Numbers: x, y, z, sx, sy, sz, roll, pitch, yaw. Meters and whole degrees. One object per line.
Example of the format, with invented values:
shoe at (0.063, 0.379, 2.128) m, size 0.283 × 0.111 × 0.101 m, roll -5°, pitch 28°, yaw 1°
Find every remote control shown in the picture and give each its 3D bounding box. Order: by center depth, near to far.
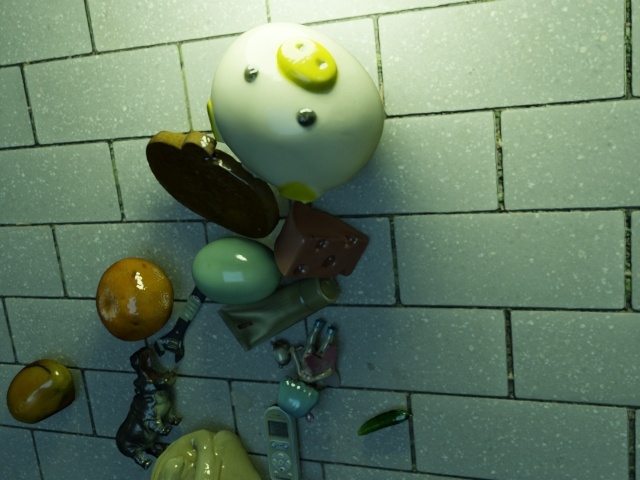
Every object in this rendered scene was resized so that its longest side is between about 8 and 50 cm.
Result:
remote control at (-0.100, 0.546, 1.890) m, size 0.087 × 0.047 × 0.244 m, roll 3°, pitch 106°, yaw 25°

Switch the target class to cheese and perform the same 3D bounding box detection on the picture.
cheese at (-0.024, -0.013, 1.672) m, size 0.177 × 0.203 × 0.128 m, roll 49°, pitch 125°, yaw 38°

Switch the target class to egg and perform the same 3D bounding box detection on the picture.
egg at (-0.203, 0.074, 1.730) m, size 0.231 × 0.168 × 0.167 m, roll 0°, pitch 105°, yaw 19°

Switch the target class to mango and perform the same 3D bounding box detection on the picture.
mango at (-0.833, 0.443, 2.109) m, size 0.236 × 0.136 × 0.166 m, roll -31°, pitch 87°, yaw 20°

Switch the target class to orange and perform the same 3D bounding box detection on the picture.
orange at (-0.487, 0.154, 1.868) m, size 0.224 × 0.170 × 0.223 m, roll 6°, pitch 99°, yaw 41°

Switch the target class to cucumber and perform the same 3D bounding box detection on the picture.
cucumber at (0.160, 0.447, 1.761) m, size 0.168 × 0.039 × 0.039 m, roll -29°, pitch 93°, yaw 28°

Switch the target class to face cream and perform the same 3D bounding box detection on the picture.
face cream at (-0.108, 0.175, 1.777) m, size 0.341 × 0.084 × 0.137 m, roll -27°, pitch 103°, yaw 33°

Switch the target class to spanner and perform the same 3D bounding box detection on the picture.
spanner at (-0.356, 0.208, 1.913) m, size 0.087 × 0.024 × 0.315 m, roll 36°, pitch 113°, yaw 7°

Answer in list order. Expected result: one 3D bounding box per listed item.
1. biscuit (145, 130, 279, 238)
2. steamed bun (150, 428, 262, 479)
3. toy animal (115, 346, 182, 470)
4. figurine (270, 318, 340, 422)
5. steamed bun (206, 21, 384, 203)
biscuit at (-0.255, -0.145, 1.662) m, size 0.368 × 0.063 × 0.314 m, roll 26°, pitch 150°, yaw 19°
steamed bun at (-0.323, 0.712, 1.931) m, size 0.325 × 0.230 × 0.372 m, roll 31°, pitch 112°, yaw 8°
toy animal at (-0.473, 0.469, 1.987) m, size 0.169 × 0.106 × 0.343 m, roll 20°, pitch 109°, yaw 14°
figurine at (-0.050, 0.315, 1.774) m, size 0.205 × 0.103 × 0.260 m, roll 24°, pitch 102°, yaw 12°
steamed bun at (-0.051, -0.275, 1.492) m, size 0.374 × 0.334 × 0.334 m, roll 39°, pitch 115°, yaw 10°
